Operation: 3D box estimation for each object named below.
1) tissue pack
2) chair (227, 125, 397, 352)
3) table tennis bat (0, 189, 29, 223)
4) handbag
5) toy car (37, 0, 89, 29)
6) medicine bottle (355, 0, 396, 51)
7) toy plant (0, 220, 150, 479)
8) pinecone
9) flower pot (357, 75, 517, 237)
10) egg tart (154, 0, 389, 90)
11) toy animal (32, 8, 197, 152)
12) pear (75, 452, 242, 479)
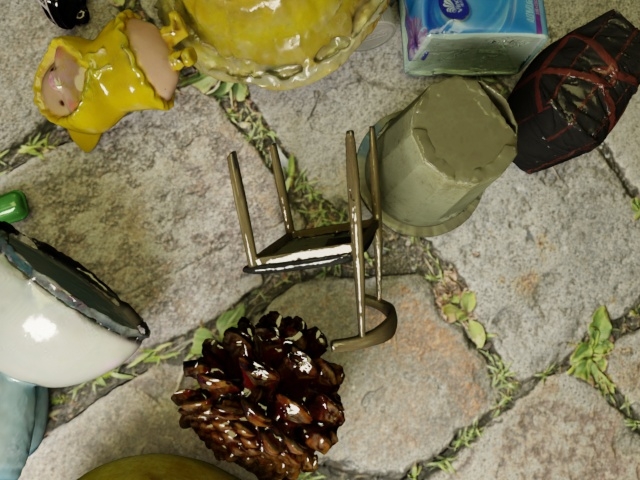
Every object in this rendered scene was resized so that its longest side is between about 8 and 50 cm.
[{"bbox_3d":[0.226,-0.403,0.857,0.198,0.146,0.263,-2,81,-6],"label":"tissue pack"},{"bbox_3d":[0.000,0.000,0.727,0.166,0.188,0.272,-8,100,16],"label":"chair"},{"bbox_3d":[-0.530,-0.009,0.756,0.257,0.039,0.160,-21,85,-7],"label":"table tennis bat"},{"bbox_3d":[0.381,-0.219,0.834,0.155,0.169,0.215,37,78,0],"label":"handbag"},{"bbox_3d":[-0.386,-0.419,0.814,0.108,0.089,0.209,12,77,-4],"label":"toy car"},{"bbox_3d":[0.053,-0.403,0.865,0.132,0.088,0.188,-13,83,-7],"label":"medicine bottle"},{"bbox_3d":[-0.399,0.167,0.655,0.247,0.247,0.332,39,82,0],"label":"toy plant"},{"bbox_3d":[-0.067,0.188,0.701,0.221,0.221,0.221,1,81,-7],"label":"pinecone"},{"bbox_3d":[0.175,-0.123,0.782,0.212,0.202,0.212,2,80,-11],"label":"flower pot"},{"bbox_3d":[-0.078,-0.405,0.762,0.388,0.169,0.388,0,90,10],"label":"egg tart"},{"bbox_3d":[-0.279,-0.230,0.764,0.230,0.156,0.156,-18,83,15],"label":"toy animal"},{"bbox_3d":[-0.202,0.388,0.606,0.304,0.304,0.304,1,81,-7],"label":"pear"}]
